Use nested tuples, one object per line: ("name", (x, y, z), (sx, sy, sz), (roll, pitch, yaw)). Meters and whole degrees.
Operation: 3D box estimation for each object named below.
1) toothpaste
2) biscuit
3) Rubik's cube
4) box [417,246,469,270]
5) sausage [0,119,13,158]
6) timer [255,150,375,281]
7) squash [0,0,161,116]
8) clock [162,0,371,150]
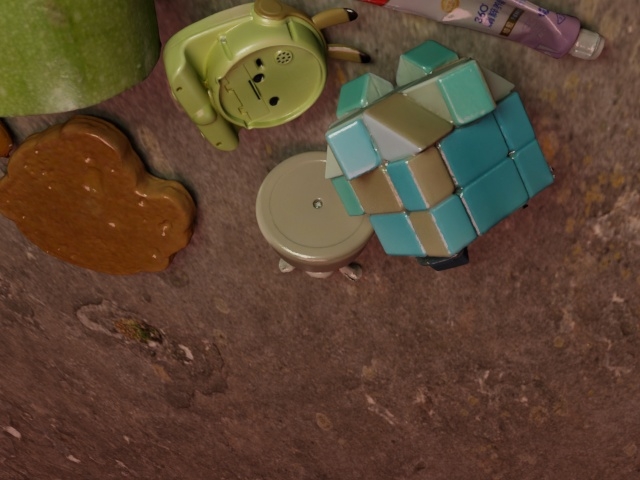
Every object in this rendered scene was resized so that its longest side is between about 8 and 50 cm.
("toothpaste", (0.175, -0.265, 0.709), (0.301, 0.048, 0.075), (18, 143, -4))
("biscuit", (-0.365, -0.059, 1.046), (0.312, 0.057, 0.351), (30, 137, -21))
("Rubik's cube", (0.134, -0.119, 0.747), (0.213, 0.265, 0.224), (62, 156, -12))
("box", (0.189, -0.002, 0.964), (0.074, 0.099, 0.054), (-18, 146, 30))
("sausage", (-0.516, -0.192, 0.932), (0.062, 0.054, 0.183), (-6, 133, 14))
("timer", (0.000, 0.000, 0.993), (0.175, 0.175, 0.266), (7, 157, 5))
("squash", (-0.303, -0.338, 0.565), (0.263, 0.263, 0.384), (7, 138, 4))
("clock", (-0.059, -0.210, 0.762), (0.232, 0.069, 0.170), (-23, 150, 6))
